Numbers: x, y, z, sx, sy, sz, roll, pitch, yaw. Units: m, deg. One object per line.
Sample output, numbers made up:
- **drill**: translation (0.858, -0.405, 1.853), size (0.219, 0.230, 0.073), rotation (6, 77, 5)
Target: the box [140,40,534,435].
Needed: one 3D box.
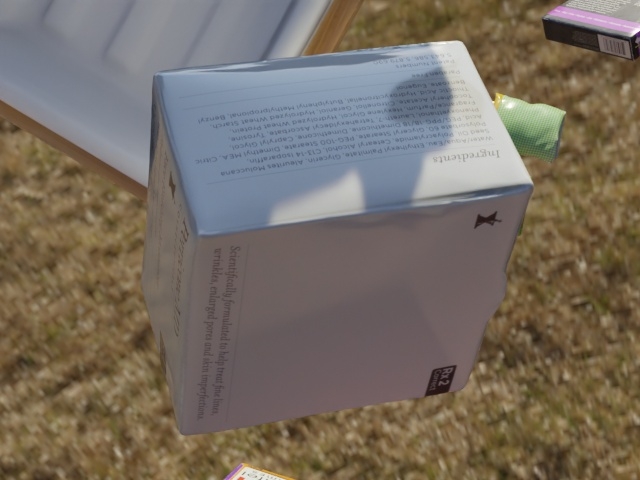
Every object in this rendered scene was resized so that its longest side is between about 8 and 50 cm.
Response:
- **box**: translation (0.000, 0.000, 0.851), size (0.182, 0.181, 0.119), rotation (-8, 51, -16)

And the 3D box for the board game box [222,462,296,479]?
- **board game box**: translation (0.015, 0.427, 1.137), size (0.357, 0.356, 0.356), rotation (15, 102, 12)

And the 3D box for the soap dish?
- **soap dish**: translation (-0.118, -0.161, 1.036), size (0.291, 0.118, 0.228), rotation (30, 94, 18)

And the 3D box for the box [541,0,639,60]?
- **box**: translation (0.315, -0.232, 1.501), size (0.162, 0.029, 0.116), rotation (-34, 35, -25)

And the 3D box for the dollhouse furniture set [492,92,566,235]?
- **dollhouse furniture set**: translation (0.157, -0.080, 1.254), size (0.076, 0.058, 0.151), rotation (10, 51, 10)
